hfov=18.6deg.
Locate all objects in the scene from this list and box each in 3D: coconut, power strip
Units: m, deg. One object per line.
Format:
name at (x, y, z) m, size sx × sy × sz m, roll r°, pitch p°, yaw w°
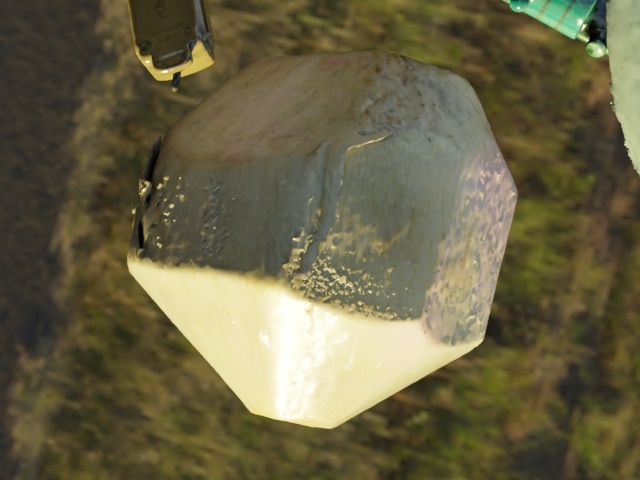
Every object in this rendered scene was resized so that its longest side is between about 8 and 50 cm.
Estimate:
coconut at (0.000, 0.000, 1.750) m, size 0.352 × 0.353 × 0.352 m, roll -42°, pitch 141°, yaw -49°
power strip at (-0.141, -0.253, 1.685) m, size 0.044 × 0.064 × 0.305 m, roll 57°, pitch 19°, yaw -59°

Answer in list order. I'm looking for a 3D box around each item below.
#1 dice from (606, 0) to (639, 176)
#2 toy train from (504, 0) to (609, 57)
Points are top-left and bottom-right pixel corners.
dice at (0.406, -0.151, 1.550) m, size 0.268 × 0.263 × 0.264 m, roll 0°, pitch 84°, yaw -50°
toy train at (0.236, -0.302, 2.096) m, size 0.194 × 0.298 × 0.120 m, roll -57°, pitch 175°, yaw -38°
